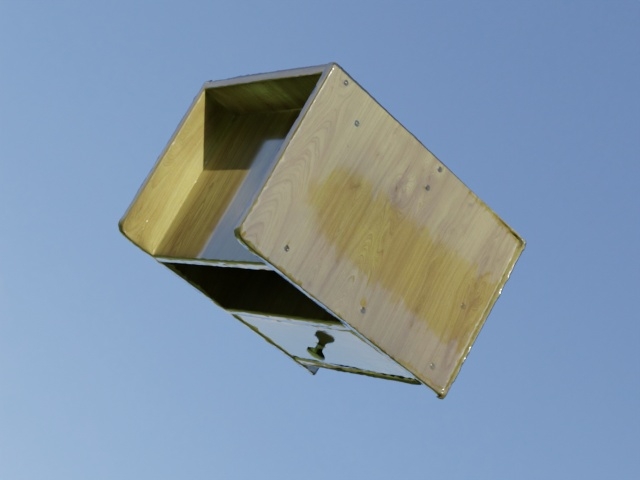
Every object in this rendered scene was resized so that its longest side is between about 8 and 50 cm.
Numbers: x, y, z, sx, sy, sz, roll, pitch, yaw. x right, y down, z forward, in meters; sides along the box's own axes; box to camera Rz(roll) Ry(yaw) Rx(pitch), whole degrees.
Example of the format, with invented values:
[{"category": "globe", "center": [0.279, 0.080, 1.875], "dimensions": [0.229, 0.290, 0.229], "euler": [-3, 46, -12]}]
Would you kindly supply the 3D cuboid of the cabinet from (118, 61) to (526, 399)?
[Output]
[{"category": "cabinet", "center": [0.000, 0.000, 0.956], "dimensions": [0.215, 0.148, 0.175], "euler": [39, -20, -30]}]
